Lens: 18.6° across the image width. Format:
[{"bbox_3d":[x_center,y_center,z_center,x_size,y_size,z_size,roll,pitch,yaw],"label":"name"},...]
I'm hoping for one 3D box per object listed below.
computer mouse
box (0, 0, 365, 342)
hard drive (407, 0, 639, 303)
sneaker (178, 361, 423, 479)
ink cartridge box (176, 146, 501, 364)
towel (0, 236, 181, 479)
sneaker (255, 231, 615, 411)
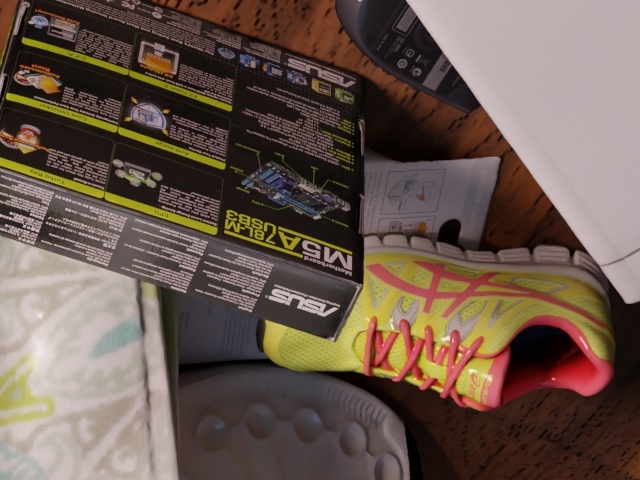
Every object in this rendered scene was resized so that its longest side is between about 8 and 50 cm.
[{"bbox_3d":[0.110,-0.086,1.028,0.242,0.041,0.071,28,108,-25],"label":"computer mouse"},{"bbox_3d":[-0.070,-0.048,0.966,0.191,0.184,0.045,18,128,-13],"label":"box"},{"bbox_3d":[0.162,-0.149,0.941,0.233,0.047,0.353,-32,121,13],"label":"hard drive"},{"bbox_3d":[-0.129,0.148,1.191,0.323,0.130,0.236,0,173,-34],"label":"sneaker"},{"bbox_3d":[0.000,0.000,1.108,0.179,0.045,0.145,-4,131,-18],"label":"ink cartridge box"},{"bbox_3d":[-0.242,0.078,0.949,0.374,0.320,0.090,1,168,-26],"label":"towel"},{"bbox_3d":[0.070,0.053,1.080,0.209,0.094,0.081,-4,132,-9],"label":"sneaker"}]
